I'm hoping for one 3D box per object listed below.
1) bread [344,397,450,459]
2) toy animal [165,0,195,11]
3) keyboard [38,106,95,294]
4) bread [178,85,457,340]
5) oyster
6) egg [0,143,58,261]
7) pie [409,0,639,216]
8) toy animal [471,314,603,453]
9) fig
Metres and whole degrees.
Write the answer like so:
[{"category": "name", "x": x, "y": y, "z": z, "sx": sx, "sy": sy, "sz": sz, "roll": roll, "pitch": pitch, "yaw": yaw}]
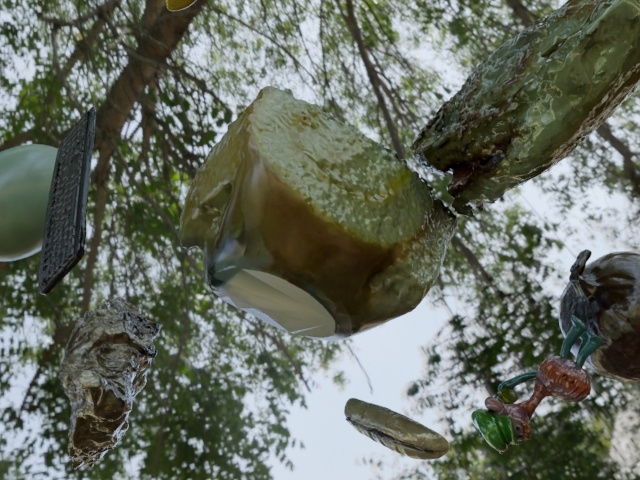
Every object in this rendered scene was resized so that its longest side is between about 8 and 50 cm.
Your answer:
[{"category": "bread", "x": 0.106, "y": 0.295, "z": 1.009, "sx": 0.053, "sy": 0.214, "sz": 0.073, "roll": -50, "pitch": -61, "yaw": -22}, {"category": "toy animal", "x": -0.181, "y": -0.432, "z": 0.864, "sx": 0.156, "sy": 0.156, "sz": 0.229, "roll": -27, "pitch": -81, "yaw": -1}, {"category": "keyboard", "x": -0.291, "y": -0.053, "z": 0.746, "sx": 0.087, "sy": 0.250, "sz": 0.017, "roll": -38, "pitch": -46, "yaw": 26}, {"category": "bread", "x": 0.006, "y": 0.007, "z": 0.908, "sx": 0.395, "sy": 0.264, "sz": 0.239, "roll": 30, "pitch": -43, "yaw": -22}, {"category": "oyster", "x": -0.287, "y": 0.209, "z": 0.899, "sx": 0.111, "sy": 0.396, "sz": 0.204, "roll": 3, "pitch": -81, "yaw": -7}, {"category": "egg", "x": -0.503, "y": -0.066, "z": 1.088, "sx": 0.231, "sy": 0.168, "sz": 0.168, "roll": -55, "pitch": -25, "yaw": -35}, {"category": "pie", "x": 0.323, "y": -0.221, "z": 0.884, "sx": 0.395, "sy": 0.180, "sz": 0.418, "roll": -39, "pitch": -3, "yaw": -42}, {"category": "toy animal", "x": 0.296, "y": 0.195, "z": 0.884, "sx": 0.100, "sy": 0.103, "sz": 0.208, "roll": 42, "pitch": -88, "yaw": -20}, {"category": "fig", "x": 0.529, "y": 0.133, "z": 1.159, "sx": 0.215, "sy": 0.235, "sz": 0.235, "roll": 4, "pitch": -49, "yaw": -30}]
